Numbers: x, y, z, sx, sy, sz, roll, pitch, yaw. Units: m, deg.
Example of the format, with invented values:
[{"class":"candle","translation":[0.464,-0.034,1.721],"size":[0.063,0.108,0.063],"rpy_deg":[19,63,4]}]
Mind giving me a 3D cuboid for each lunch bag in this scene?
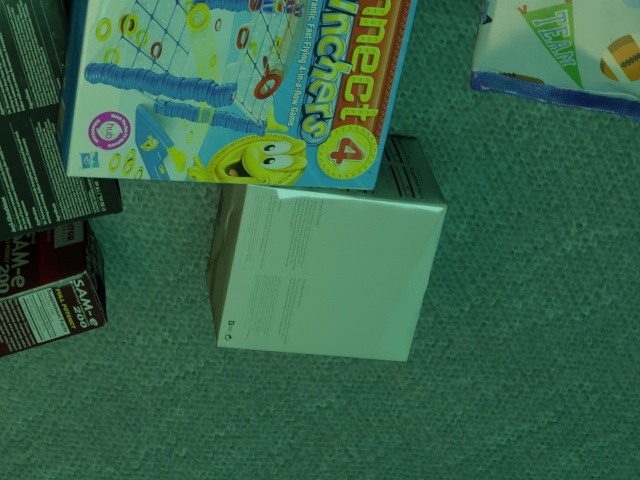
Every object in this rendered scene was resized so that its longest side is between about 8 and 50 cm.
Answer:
[{"class":"lunch bag","translation":[0.309,-0.312,1.392],"size":[0.239,0.385,0.327],"rpy_deg":[19,120,17]}]

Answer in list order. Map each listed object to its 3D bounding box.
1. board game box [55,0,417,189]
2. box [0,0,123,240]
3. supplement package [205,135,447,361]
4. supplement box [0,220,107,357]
[{"class":"board game box","translation":[-0.072,-0.203,1.454],"size":[0.302,0.086,0.308],"rpy_deg":[2,119,-18]},{"class":"box","translation":[-0.314,-0.136,1.540],"size":[0.184,0.103,0.261],"rpy_deg":[-15,122,-5]},{"class":"supplement package","translation":[0.000,0.000,1.644],"size":[0.203,0.149,0.194],"rpy_deg":[6,120,-13]},{"class":"supplement box","translation":[-0.344,0.061,1.635],"size":[0.240,0.130,0.073],"rpy_deg":[-17,121,0]}]
